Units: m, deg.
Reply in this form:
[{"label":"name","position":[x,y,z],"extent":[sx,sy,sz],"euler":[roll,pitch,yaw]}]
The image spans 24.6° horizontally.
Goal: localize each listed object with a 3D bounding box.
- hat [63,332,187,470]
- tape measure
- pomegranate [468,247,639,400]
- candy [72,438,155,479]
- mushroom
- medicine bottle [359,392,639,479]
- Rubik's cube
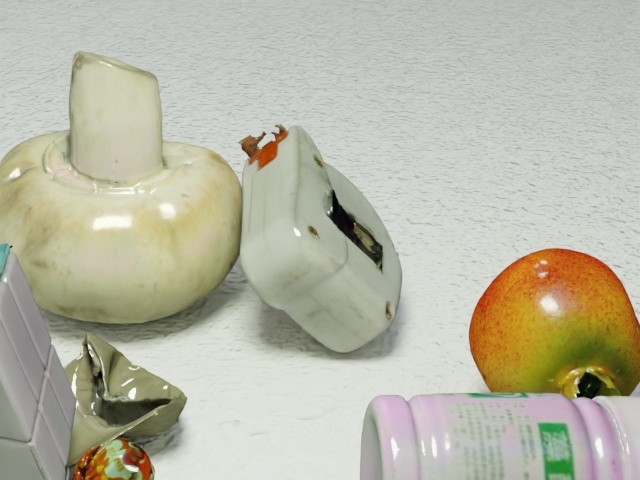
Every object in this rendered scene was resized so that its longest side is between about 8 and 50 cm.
[{"label":"hat","position":[-0.257,0.217,1.727],"extent":[0.166,0.144,0.173],"euler":[33,83,39]},{"label":"tape measure","position":[0.000,0.000,1.951],"extent":[0.265,0.130,0.258],"euler":[41,26,-27]},{"label":"pomegranate","position":[0.293,0.133,1.781],"extent":[0.220,0.221,0.257],"euler":[-2,31,-11]},{"label":"candy","position":[-0.316,0.286,1.573],"extent":[0.287,0.084,0.078],"euler":[-16,67,-19]},{"label":"mushroom","position":[-0.267,-0.055,1.994],"extent":[0.325,0.353,0.353],"euler":[24,14,-36]},{"label":"medicine bottle","position":[0.211,0.265,1.531],"extent":[0.325,0.212,0.212],"euler":[2,28,-7]},{"label":"Rubik's cube","position":[-0.403,0.168,1.549],"extent":[0.231,0.221,0.225],"euler":[-16,25,5]}]
